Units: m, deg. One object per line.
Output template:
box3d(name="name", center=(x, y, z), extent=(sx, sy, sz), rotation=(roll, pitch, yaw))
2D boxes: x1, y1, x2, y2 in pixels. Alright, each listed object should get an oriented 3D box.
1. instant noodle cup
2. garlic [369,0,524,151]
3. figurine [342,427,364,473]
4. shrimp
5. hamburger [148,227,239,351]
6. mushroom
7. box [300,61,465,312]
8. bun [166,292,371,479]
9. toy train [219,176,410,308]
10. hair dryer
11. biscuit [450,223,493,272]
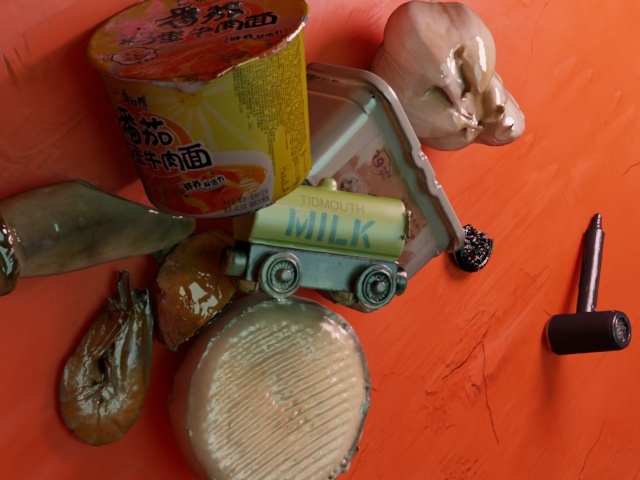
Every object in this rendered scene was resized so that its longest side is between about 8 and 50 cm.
box3d(name="instant noodle cup", center=(-0.126, -0.161, 1.744), extent=(0.264, 0.264, 0.200), rotation=(-38, 131, -36))
box3d(name="garlic", center=(0.171, -0.208, 2.082), extent=(0.184, 0.203, 0.281), rotation=(-29, 143, 4))
box3d(name="figurine", center=(0.023, 0.287, 2.108), extent=(0.050, 0.047, 0.083), rotation=(15, 92, -32))
box3d(name="shrimp", center=(-0.252, 0.140, 1.786), extent=(0.115, 0.051, 0.217), rotation=(11, 90, -45))
box3d(name="hamburger", center=(-0.156, 0.044, 1.844), extent=(0.176, 0.087, 0.102), rotation=(-51, 130, -26))
box3d(name="mushroom", center=(-0.277, -0.017, 1.711), extent=(0.333, 0.087, 0.107), rotation=(-17, 112, -48))
box3d(name="box", center=(0.037, -0.057, 1.986), extent=(0.182, 0.175, 0.312), rotation=(-46, 127, -20))
box3d(name="bun", center=(-0.076, 0.203, 1.912), extent=(0.287, 0.146, 0.287), rotation=(3, 85, -33))
box3d(name="toy train", center=(0.000, 0.000, 1.839), extent=(0.253, 0.105, 0.157), rotation=(8, 90, -26))
box3d(name="hair dryer", center=(0.460, 0.067, 2.488), extent=(0.070, 0.128, 0.255), rotation=(31, 63, -44))
box3d(name="biscuit", center=(0.232, 0.007, 2.293), extent=(0.089, 0.027, 0.087), rotation=(-42, 125, -33))
